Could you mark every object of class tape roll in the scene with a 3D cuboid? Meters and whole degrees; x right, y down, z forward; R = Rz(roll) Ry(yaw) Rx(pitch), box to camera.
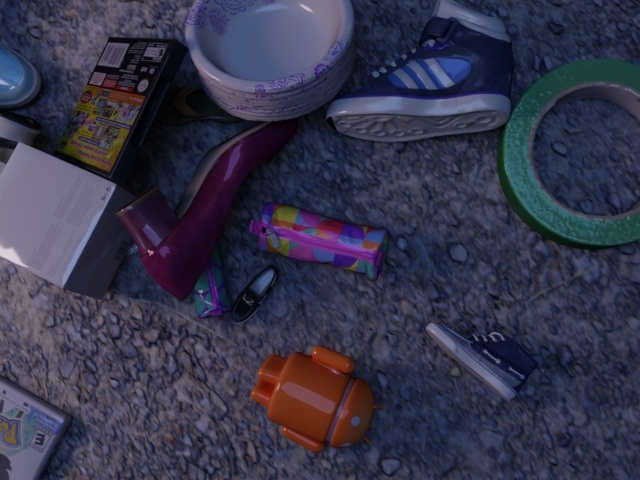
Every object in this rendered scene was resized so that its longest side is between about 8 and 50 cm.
[{"bbox_3d":[0.470,-0.146,1.199,0.322,0.077,0.321,0,85,5],"label":"tape roll"}]

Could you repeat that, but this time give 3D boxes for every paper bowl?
[{"bbox_3d":[-0.078,-0.331,1.210,0.285,0.148,0.284,-2,63,5],"label":"paper bowl"}]

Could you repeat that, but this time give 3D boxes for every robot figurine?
[{"bbox_3d":[-0.003,0.266,1.175,0.220,0.128,0.158,22,70,7],"label":"robot figurine"}]

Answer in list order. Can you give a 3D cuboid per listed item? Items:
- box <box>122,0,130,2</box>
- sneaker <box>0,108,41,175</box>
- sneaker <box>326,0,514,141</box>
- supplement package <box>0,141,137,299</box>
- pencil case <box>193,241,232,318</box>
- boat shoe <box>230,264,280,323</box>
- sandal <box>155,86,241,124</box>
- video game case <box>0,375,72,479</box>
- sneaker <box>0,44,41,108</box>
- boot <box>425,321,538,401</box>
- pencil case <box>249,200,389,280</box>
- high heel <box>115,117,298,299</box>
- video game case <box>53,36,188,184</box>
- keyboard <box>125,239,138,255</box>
[{"bbox_3d":[-0.360,-0.603,1.314,0.113,0.094,0.274,-14,84,4],"label":"box"},{"bbox_3d":[-0.744,-0.153,1.270,0.448,0.169,0.257,17,93,14],"label":"sneaker"},{"bbox_3d":[0.173,-0.309,1.230,0.323,0.130,0.236,-2,74,11],"label":"sneaker"},{"bbox_3d":[-0.453,-0.030,1.223,0.203,0.149,0.194,23,81,12],"label":"supplement package"},{"bbox_3d":[-0.201,0.061,1.244,0.065,0.070,0.151,-11,83,-20],"label":"pencil case"},{"bbox_3d":[-0.119,0.096,1.249,0.046,0.038,0.125,43,89,8],"label":"boat shoe"},{"bbox_3d":[-0.227,-0.251,1.289,0.180,0.049,0.072,3,85,6],"label":"sandal"},{"bbox_3d":[-0.663,0.379,1.273,0.329,0.036,0.299,27,87,7],"label":"video game case"},{"bbox_3d":[-0.685,-0.348,1.263,0.319,0.208,0.127,22,86,7],"label":"sneaker"},{"bbox_3d":[0.275,0.182,1.195,0.190,0.069,0.086,40,82,0],"label":"boot"},{"bbox_3d":[0.000,0.000,1.218,0.237,0.104,0.104,12,86,6],"label":"pencil case"},{"bbox_3d":[-0.157,-0.070,1.217,0.377,0.127,0.181,-36,105,-21],"label":"high heel"},{"bbox_3d":[-0.357,-0.237,1.223,0.275,0.035,0.248,21,85,49],"label":"video game case"},{"bbox_3d":[-0.398,0.003,1.297,0.256,0.014,0.072,-19,83,4],"label":"keyboard"}]
